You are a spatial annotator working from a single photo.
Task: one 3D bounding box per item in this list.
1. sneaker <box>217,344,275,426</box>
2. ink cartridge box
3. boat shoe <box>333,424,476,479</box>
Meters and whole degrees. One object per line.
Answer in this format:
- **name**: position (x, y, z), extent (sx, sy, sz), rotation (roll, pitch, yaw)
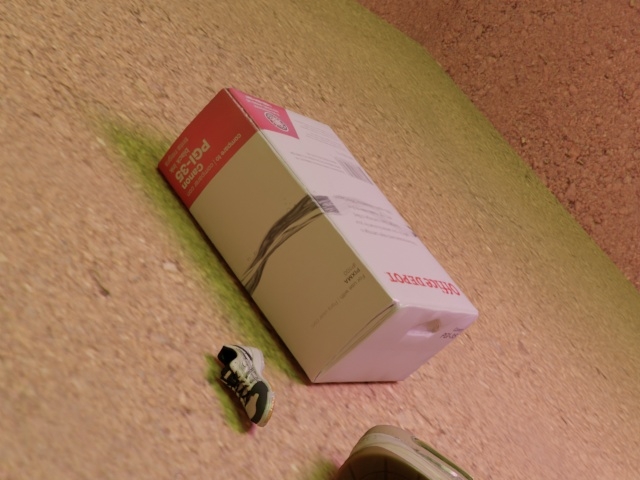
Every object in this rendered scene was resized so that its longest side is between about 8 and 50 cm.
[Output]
- **sneaker**: position (-0.061, 0.112, 0.813), extent (0.037, 0.032, 0.083), rotation (19, 24, -27)
- **ink cartridge box**: position (0.000, 0.000, 1.039), extent (0.283, 0.117, 0.207), rotation (53, 19, 24)
- **boat shoe**: position (0.141, 0.259, 0.812), extent (0.302, 0.109, 0.098), rotation (41, 19, 4)
